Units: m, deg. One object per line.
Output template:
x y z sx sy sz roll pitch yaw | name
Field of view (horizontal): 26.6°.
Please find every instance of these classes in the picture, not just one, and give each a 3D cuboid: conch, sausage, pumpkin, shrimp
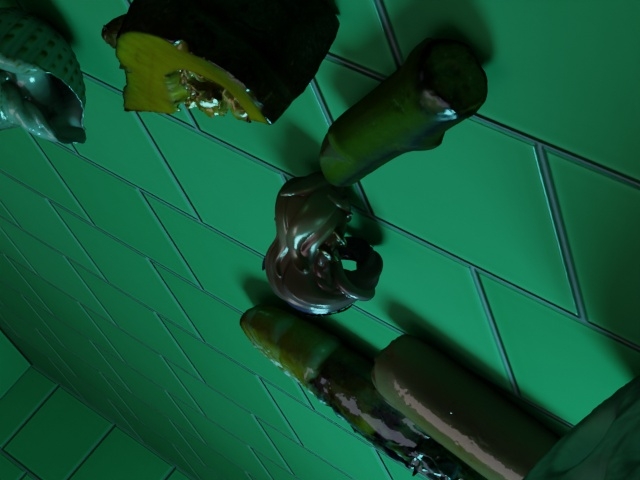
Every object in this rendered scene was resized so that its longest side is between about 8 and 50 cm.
-0.346 -0.194 1.529 0.200 0.131 0.172 18 140 -20 | conch
0.179 0.206 1.480 0.289 0.086 0.086 37 161 14 | sausage
-0.106 -0.178 1.099 0.126 0.131 0.248 42 159 -32 | pumpkin
0.067 0.226 1.761 0.445 0.085 0.272 31 165 34 | shrimp

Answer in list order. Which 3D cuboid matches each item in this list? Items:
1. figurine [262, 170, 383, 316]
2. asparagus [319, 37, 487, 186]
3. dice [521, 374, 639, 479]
-0.003 0.010 1.343 0.126 0.114 0.157 15 151 21 | figurine
0.057 -0.096 1.074 0.067 0.060 0.277 24 165 -14 | asparagus
0.312 0.314 1.074 0.328 0.330 0.348 42 160 -2 | dice
